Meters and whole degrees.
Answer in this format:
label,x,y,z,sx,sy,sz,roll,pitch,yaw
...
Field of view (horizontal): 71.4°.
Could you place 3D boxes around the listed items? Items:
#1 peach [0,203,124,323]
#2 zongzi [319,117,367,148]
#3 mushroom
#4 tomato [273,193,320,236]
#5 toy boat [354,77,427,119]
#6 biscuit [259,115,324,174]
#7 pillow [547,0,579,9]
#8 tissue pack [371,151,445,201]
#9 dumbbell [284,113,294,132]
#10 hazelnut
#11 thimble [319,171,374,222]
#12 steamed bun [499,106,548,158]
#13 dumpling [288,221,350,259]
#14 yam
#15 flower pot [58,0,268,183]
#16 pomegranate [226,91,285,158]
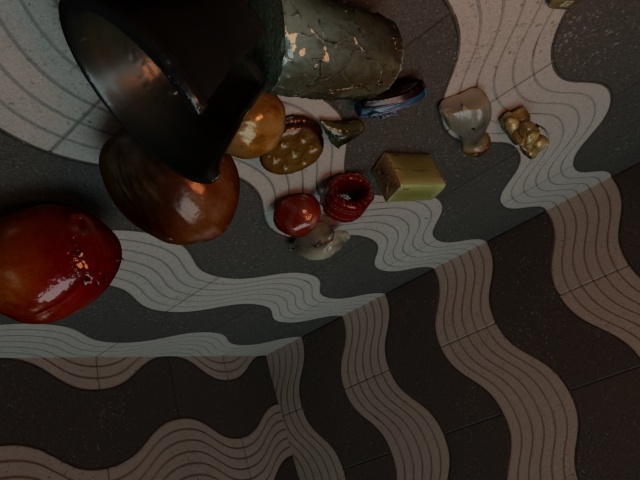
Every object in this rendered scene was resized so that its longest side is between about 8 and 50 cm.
label,x,y,z,sx,sy,sz,roll,pitch,yaw
peach,-0.770,0.065,1.283,0.370,0.370,0.370,-16,155,-8
zongzi,0.084,-0.368,1.384,0.154,0.062,0.130,-30,142,7
mushroom,0.527,-0.409,1.580,0.159,0.122,0.329,10,167,27
tomato,-0.086,-0.096,1.692,0.187,0.151,0.187,-14,150,-8
toy boat,0.212,-0.412,1.325,0.223,0.100,0.097,-17,146,-3
biscuit,-0.091,-0.292,1.384,0.221,0.066,0.220,-17,155,-8
pillow,0.707,-0.709,1.170,0.130,0.033,0.217,-12,154,-24
tissue pack,0.334,-0.240,1.695,0.234,0.159,0.125,-4,151,-30
dumbbell,-0.174,-0.316,1.234,0.209,0.099,0.099,-18,155,-7
hazelnut,-0.381,-0.156,1.152,0.372,0.315,0.372,13,157,5
thimble,0.104,-0.162,1.673,0.190,0.163,0.125,-23,160,-30
steamed bun,0.761,-0.415,1.665,0.106,0.177,0.192,-41,136,20
dumpling,0.001,-0.006,1.973,0.227,0.243,0.175,-15,121,-55
yam,0.000,-0.434,1.002,0.348,0.241,0.241,-5,151,-35
flower pot,-0.257,-0.329,0.840,0.251,0.379,0.379,-50,165,-22
pomegranate,-0.184,-0.299,1.079,0.207,0.207,0.207,-16,155,-8
